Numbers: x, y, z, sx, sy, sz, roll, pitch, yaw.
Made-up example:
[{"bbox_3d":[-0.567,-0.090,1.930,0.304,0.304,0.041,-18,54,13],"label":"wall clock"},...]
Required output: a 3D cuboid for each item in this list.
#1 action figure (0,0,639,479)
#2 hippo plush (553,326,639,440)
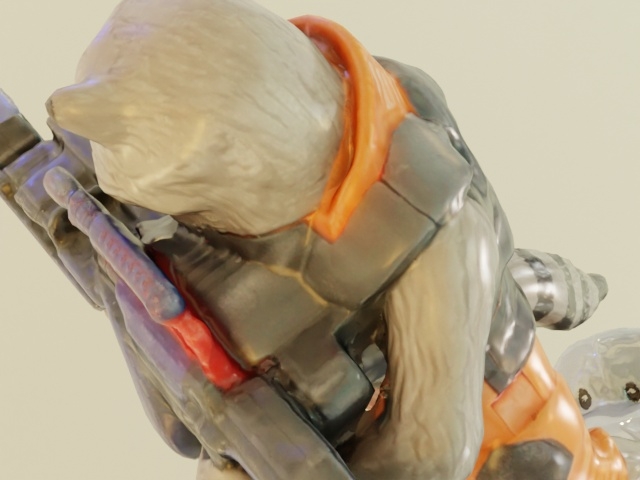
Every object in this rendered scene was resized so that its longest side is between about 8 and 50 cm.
[{"bbox_3d":[0.000,0.000,0.450,0.178,0.330,0.341,-47,-126,-2],"label":"action figure"},{"bbox_3d":[0.261,0.164,0.734,0.236,0.234,0.294,65,-157,-23],"label":"hippo plush"}]
